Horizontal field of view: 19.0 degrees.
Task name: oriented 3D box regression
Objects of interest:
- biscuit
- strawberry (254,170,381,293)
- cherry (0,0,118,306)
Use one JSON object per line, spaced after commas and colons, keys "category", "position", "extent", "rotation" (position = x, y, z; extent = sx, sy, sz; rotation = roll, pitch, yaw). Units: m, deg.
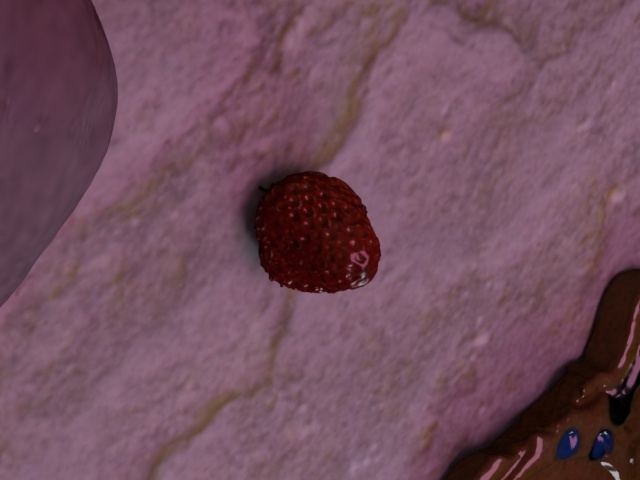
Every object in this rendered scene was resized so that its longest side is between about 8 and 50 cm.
{"category": "biscuit", "position": [0.165, 0.168, 1.307], "extent": [0.319, 0.047, 0.183], "rotation": [-57, 135, -10]}
{"category": "strawberry", "position": [0.000, 0.000, 1.078], "extent": [0.073, 0.083, 0.073], "rotation": [-10, 117, -21]}
{"category": "cherry", "position": [-0.239, -0.048, 0.715], "extent": [0.335, 0.291, 0.326], "rotation": [47, 54, -53]}
